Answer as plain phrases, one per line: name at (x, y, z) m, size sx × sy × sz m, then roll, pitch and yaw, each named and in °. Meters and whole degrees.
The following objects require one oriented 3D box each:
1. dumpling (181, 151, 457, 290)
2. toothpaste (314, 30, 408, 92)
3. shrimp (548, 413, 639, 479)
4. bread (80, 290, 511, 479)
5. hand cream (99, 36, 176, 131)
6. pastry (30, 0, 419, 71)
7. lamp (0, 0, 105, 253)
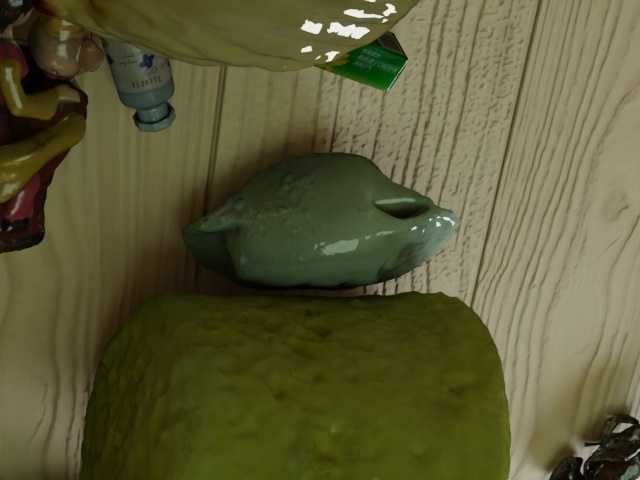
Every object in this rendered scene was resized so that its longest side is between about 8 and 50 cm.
dumpling at (0.000, -0.015, 1.522) m, size 0.219 × 0.152 × 0.108 m, roll 1°, pitch 87°, yaw 5°
toothpaste at (-0.018, -0.159, 1.430) m, size 0.178 × 0.043 × 0.037 m, roll 17°, pitch 122°, yaw -30°
shrimp at (0.287, 0.197, 1.807) m, size 0.165 × 0.065 × 0.056 m, roll -45°, pitch 160°, yaw 10°
bread at (-0.024, 0.194, 1.519) m, size 0.308 × 0.348 × 0.348 m, roll 13°, pitch 121°, yaw -19°
hand cream at (-0.139, -0.157, 1.390) m, size 0.065 × 0.043 × 0.170 m, roll -18°, pitch 126°, yaw -7°
pastry at (-0.053, -0.290, 1.107) m, size 0.313 × 0.388 × 0.388 m, roll 32°, pitch 111°, yaw -32°
lamp at (-0.216, -0.103, 1.358) m, size 0.118 × 0.118 × 0.253 m, roll 7°, pitch 124°, yaw -25°
